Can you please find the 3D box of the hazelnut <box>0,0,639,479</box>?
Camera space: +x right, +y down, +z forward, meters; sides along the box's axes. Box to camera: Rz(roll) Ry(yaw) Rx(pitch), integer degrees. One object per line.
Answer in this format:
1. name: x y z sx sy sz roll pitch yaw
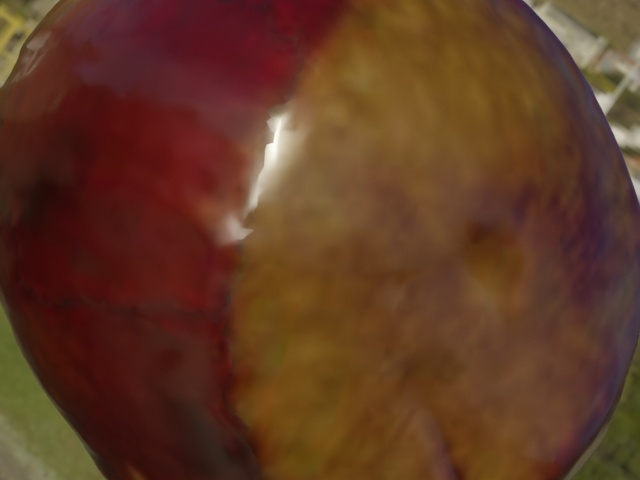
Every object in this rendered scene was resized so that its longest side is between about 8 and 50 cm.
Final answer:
1. hazelnut: 0.000 0.000 0.985 0.429 0.402 0.402 47 -4 -27
